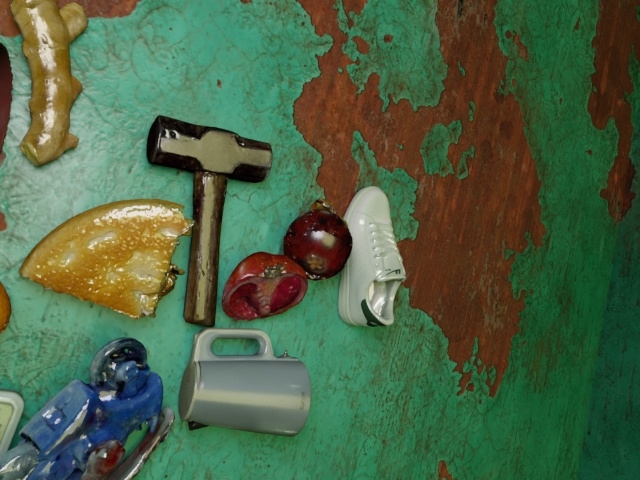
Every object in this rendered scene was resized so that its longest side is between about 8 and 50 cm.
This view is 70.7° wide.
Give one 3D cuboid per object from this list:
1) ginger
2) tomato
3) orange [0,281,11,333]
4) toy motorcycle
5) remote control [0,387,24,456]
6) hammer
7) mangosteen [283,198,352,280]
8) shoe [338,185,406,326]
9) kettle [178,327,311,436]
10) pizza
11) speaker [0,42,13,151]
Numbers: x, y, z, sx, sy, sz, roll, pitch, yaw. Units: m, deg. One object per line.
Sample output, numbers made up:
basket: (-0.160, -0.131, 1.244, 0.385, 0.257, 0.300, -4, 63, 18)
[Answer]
ginger: (-0.463, -0.272, 0.761, 0.118, 0.065, 0.299, 4, 89, -47)
tomato: (-0.126, 0.089, 0.963, 0.189, 0.173, 0.099, -3, 51, -26)
orange: (-0.548, 0.104, 0.678, 0.135, 0.117, 0.136, -49, 160, -25)
toy motorcycle: (-0.398, 0.335, 0.781, 0.182, 0.241, 0.319, 33, 63, 12)
remote control: (-0.634, 0.259, 0.653, 0.335, 0.065, 0.128, 23, 76, -32)
hammer: (-0.237, -0.027, 0.920, 0.242, 0.095, 0.409, 4, 94, -34)
mangosteen: (0.000, 0.000, 1.035, 0.166, 0.166, 0.180, 54, 37, -22)
shoe: (0.141, 0.039, 1.121, 0.131, 0.160, 0.363, 10, 86, -36)
kettle: (-0.156, 0.288, 0.937, 0.243, 0.160, 0.211, 16, 76, -28)
pizza: (-0.353, 0.043, 0.812, 0.289, 0.081, 0.229, -27, 110, -15)
speaker: (-0.635, -0.180, 0.631, 0.329, 0.198, 0.259, 5, 128, -20)
